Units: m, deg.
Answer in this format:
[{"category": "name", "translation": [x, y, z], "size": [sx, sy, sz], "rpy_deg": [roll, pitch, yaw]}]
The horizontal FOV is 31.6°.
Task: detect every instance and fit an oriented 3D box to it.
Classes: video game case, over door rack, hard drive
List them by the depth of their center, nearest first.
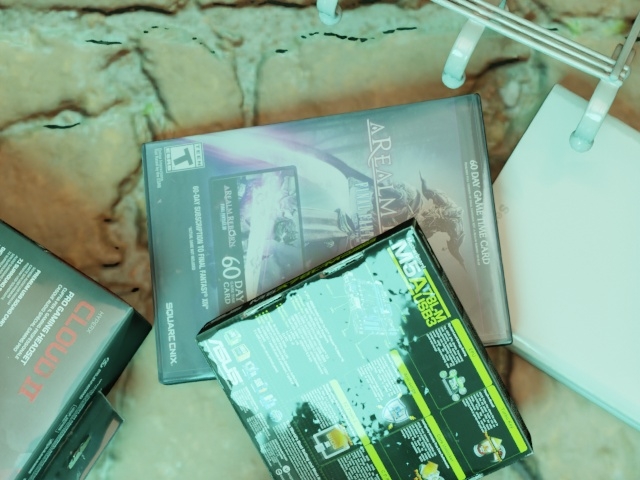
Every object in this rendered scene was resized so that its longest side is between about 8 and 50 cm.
[{"category": "video game case", "translation": [0.000, 0.000, 0.882], "size": [0.274, 0.026, 0.196], "rpy_deg": [-8, 79, 10]}, {"category": "hard drive", "translation": [0.265, 0.039, 0.892], "size": [0.307, 0.040, 0.203], "rpy_deg": [32, 81, 5]}, {"category": "over door rack", "translation": [0.170, -0.241, 0.916], "size": [0.239, 0.108, 0.324], "rpy_deg": [27, 64, 6]}]

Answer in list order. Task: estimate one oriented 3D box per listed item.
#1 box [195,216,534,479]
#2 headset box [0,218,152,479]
[{"category": "box", "translation": [0.032, 0.108, 0.830], "size": [0.184, 0.045, 0.191], "rpy_deg": [-28, 96, 10]}, {"category": "headset box", "translation": [-0.285, 0.084, 0.845], "size": [0.293, 0.110, 0.218], "rpy_deg": [33, 80, 6]}]
